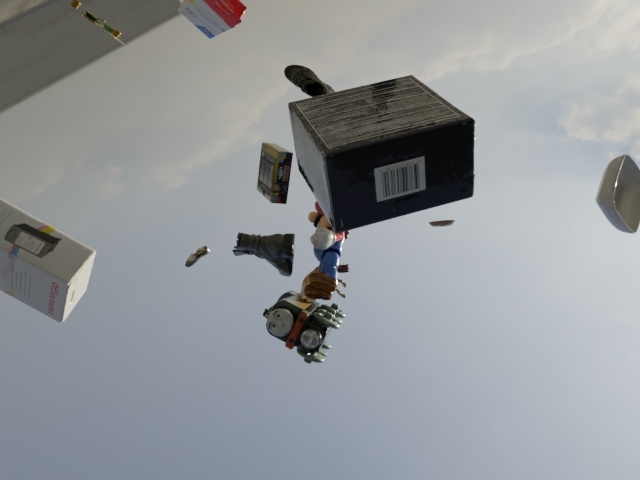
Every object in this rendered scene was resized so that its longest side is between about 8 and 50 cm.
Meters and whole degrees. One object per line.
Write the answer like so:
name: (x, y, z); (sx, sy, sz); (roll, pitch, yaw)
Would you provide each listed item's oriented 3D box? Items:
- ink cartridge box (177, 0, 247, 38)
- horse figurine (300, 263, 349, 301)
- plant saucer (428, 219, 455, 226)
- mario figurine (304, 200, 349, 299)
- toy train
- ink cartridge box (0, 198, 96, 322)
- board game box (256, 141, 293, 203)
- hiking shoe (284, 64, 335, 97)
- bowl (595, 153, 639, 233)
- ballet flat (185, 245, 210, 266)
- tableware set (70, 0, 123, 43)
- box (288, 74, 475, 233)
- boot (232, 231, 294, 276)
ink cartridge box: (-0.316, -0.698, 1.858); (0.231, 0.134, 0.078); (7, -116, 55)
horse figurine: (-0.011, 0.173, 1.901); (0.066, 0.174, 0.263); (5, -111, 64)
plant saucer: (0.374, -0.052, 1.907); (0.084, 0.015, 0.083); (-4, 177, 0)
mario figurine: (0.000, 0.000, 1.763); (0.198, 0.170, 0.320); (-19, -133, 41)
toy train: (-0.047, 0.220, 1.654); (0.334, 0.190, 0.142); (-9, 123, -83)
ink cartridge box: (-0.755, 0.049, 1.590); (0.226, 0.306, 0.131); (-53, -170, 48)
board game box: (-0.128, -0.188, 1.711); (0.048, 0.141, 0.170); (4, -164, -21)
hiking shoe: (-0.049, -0.604, 2.356); (0.086, 0.227, 0.114); (-60, 169, 15)
bowl: (0.646, -0.098, 1.342); (0.053, 0.142, 0.142); (0, -122, 49)
ballet flat: (-0.479, 0.057, 2.393); (0.114, 0.041, 0.041); (-37, -152, -19)
tableware set: (-0.577, -0.572, 1.608); (0.104, 0.154, 0.024); (43, -82, 32)
box: (0.118, -0.188, 1.275); (0.296, 0.182, 0.294); (-14, -145, -9)
boot: (-0.152, 0.029, 1.679); (0.161, 0.246, 0.083); (4, -111, -1)
